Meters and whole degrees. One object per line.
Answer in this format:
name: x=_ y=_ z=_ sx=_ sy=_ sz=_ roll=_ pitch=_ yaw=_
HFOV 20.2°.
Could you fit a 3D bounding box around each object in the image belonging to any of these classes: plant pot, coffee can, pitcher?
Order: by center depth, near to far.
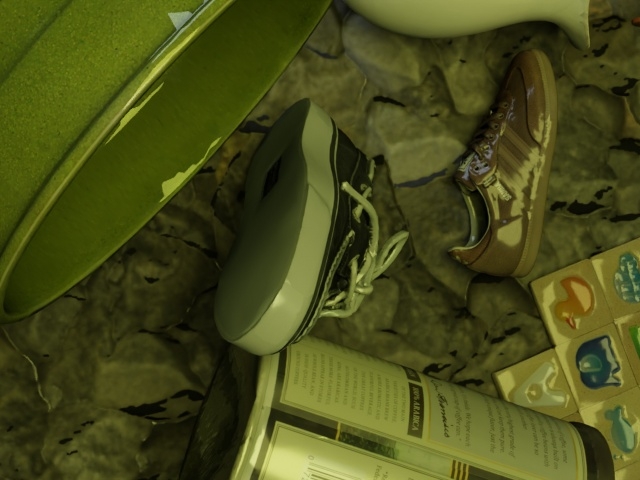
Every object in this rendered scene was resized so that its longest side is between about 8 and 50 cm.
plant pot: x=-0.223 y=-0.193 z=1.244 sx=0.353 sy=0.366 sz=0.366 roll=42 pitch=76 yaw=4
coffee can: x=0.049 y=0.191 z=1.330 sx=0.275 sy=0.201 sz=0.201 roll=20 pitch=80 yaw=-12
pitcher: x=0.127 y=-0.238 z=1.409 sx=0.207 sy=0.178 sz=0.125 roll=5 pitch=40 yaw=-11

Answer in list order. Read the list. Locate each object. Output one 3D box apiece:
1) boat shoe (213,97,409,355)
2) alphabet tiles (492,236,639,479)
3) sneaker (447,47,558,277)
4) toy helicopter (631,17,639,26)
boat shoe: x=-0.003 y=0.003 z=1.308 sx=0.105 sy=0.306 sz=0.113 roll=35 pitch=109 yaw=-14
alphabet tiles: x=0.322 y=0.128 z=1.508 sx=0.342 sy=0.011 sz=0.285 roll=-21 pitch=91 yaw=-16
sneaker: x=0.145 y=-0.066 z=1.450 sx=0.071 sy=0.066 sz=0.188 roll=7 pitch=82 yaw=-13
toy helicopter: x=0.379 y=-0.249 z=1.497 sx=0.355 sy=0.140 sz=0.235 roll=19 pitch=81 yaw=-16
